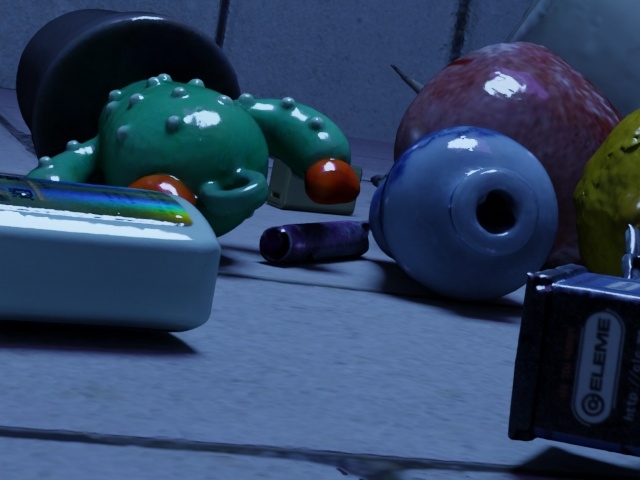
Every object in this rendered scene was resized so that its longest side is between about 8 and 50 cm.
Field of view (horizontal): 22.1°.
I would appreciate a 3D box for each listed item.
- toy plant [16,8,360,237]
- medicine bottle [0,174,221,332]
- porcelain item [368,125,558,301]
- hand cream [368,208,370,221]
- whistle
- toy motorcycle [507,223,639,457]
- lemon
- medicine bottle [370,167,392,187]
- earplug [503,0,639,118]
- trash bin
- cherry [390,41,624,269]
[{"bbox_3d":[-0.136,-0.093,1.381,0.280,0.185,0.400,12,11,-25],"label":"toy plant"},{"bbox_3d":[-0.181,0.005,0.917,0.229,0.083,0.121,4,11,-30],"label":"medicine bottle"},{"bbox_3d":[0.108,-0.020,1.333,0.141,0.141,0.259,8,-3,-10],"label":"porcelain item"},{"bbox_3d":[0.079,-0.028,1.768,0.057,0.037,0.165,9,13,0],"label":"hand cream"},{"bbox_3d":[0.000,0.000,1.394,0.033,0.033,0.176,13,8,26],"label":"whistle"},{"bbox_3d":[0.237,0.054,0.899,0.213,0.125,0.358,10,6,22],"label":"toy motorcycle"},{"bbox_3d":[0.303,-0.021,1.308,0.192,0.192,0.231,14,8,34],"label":"lemon"},{"bbox_3d":[0.110,-0.056,1.902,0.058,0.057,0.199,5,8,-30],"label":"medicine bottle"},{"bbox_3d":[0.386,-0.143,1.774,0.394,0.312,0.312,36,7,-1],"label":"earplug"},{"bbox_3d":[-0.006,-0.061,1.786,0.092,0.060,0.043,8,6,-31],"label":"trash bin"},{"bbox_3d":[0.178,-0.080,1.560,0.285,0.213,0.236,34,27,8],"label":"cherry"}]
